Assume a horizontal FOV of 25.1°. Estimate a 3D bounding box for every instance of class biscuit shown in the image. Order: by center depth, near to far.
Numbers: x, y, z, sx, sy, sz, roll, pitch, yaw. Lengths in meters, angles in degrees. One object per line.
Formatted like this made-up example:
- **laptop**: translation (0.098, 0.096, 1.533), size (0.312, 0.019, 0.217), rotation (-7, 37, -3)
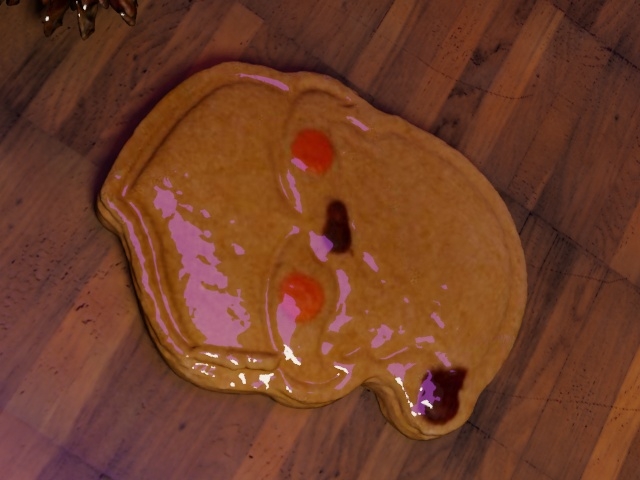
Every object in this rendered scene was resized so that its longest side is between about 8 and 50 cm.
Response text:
- **biscuit**: translation (0.000, 0.000, 1.433), size (0.455, 0.078, 0.350), rotation (14, 64, -17)

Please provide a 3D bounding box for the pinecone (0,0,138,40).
- **pinecone**: translation (-0.270, -0.326, 1.326), size (0.295, 0.242, 0.298), rotation (19, 46, -14)
